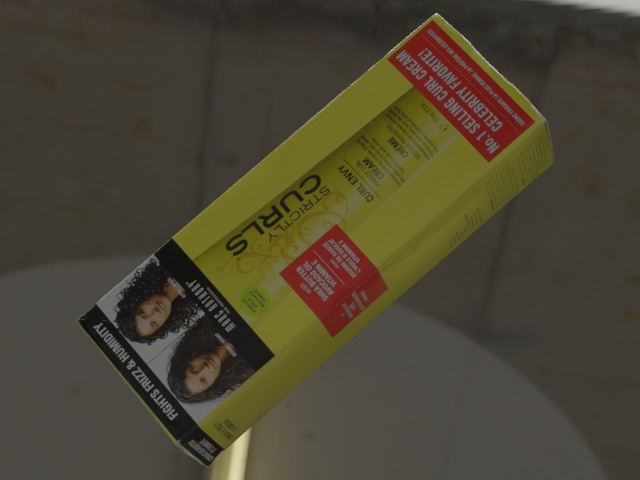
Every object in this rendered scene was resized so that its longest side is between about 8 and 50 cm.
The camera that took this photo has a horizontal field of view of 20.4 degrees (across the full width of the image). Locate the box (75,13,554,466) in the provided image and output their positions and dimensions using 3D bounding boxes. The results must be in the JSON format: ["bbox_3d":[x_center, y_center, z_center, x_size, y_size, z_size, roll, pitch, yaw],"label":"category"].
[{"bbox_3d":[0.000,0.000,0.865,0.232,0.087,0.058,-40,-21,-4],"label":"box"}]
